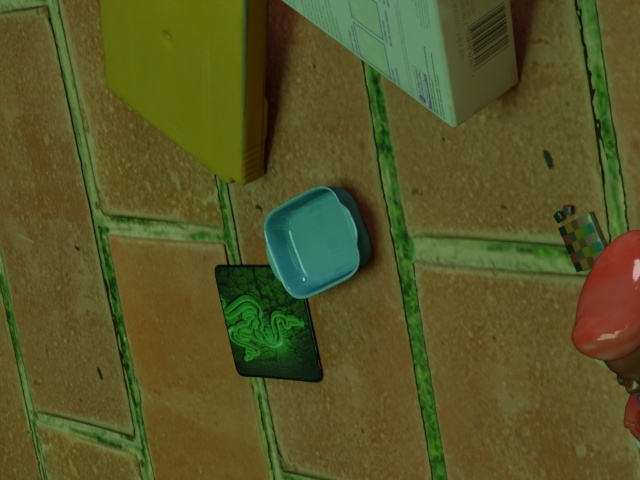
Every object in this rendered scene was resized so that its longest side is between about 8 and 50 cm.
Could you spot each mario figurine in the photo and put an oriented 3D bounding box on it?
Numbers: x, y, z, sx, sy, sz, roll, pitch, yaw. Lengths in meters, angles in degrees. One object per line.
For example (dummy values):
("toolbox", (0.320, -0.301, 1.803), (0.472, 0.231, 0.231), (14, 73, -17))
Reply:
("mario figurine", (0.359, 0.130, 1.609), (0.198, 0.170, 0.320), (-26, 94, 18))

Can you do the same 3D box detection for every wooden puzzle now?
("wooden puzzle", (0.262, 0.001, 1.741), (0.049, 0.006, 0.083), (-30, 80, 54))

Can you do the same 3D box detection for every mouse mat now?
("mouse mat", (-0.068, 0.104, 2.221), (0.190, 0.007, 0.152), (-1, 103, 54))

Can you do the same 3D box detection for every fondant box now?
("fondant box", (0.048, -0.295, 1.754), (0.330, 0.096, 0.238), (40, 157, 35))

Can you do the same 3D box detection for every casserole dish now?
("casserole dish", (0.000, 0.000, 2.061), (0.188, 0.037, 0.114), (-27, 82, 53))

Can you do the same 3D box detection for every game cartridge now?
("game cartridge", (-0.166, -0.252, 2.114), (0.285, 0.053, 0.323), (39, 145, 32))
